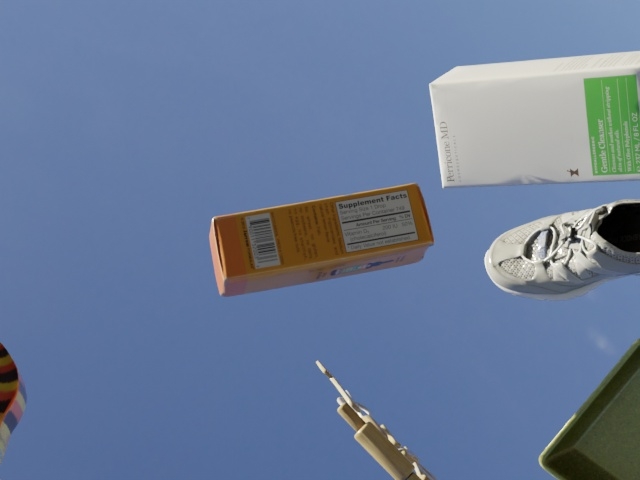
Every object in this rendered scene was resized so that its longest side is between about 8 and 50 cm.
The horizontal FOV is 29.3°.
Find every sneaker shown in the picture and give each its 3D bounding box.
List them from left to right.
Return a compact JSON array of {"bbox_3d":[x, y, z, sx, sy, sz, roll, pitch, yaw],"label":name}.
[{"bbox_3d":[0.308,-0.007,1.377,0.115,0.281,0.105,35,-129,-49],"label":"sneaker"}]

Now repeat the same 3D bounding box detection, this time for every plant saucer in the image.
[{"bbox_3d":[0.357,0.214,1.281,0.188,0.188,0.045,36,-156,5],"label":"plant saucer"}]

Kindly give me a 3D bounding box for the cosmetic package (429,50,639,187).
[{"bbox_3d":[0.386,-0.202,2.068,0.155,0.365,0.197,-38,-59,-60],"label":"cosmetic package"}]

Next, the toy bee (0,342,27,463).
[{"bbox_3d":[-0.403,0.264,1.385,0.162,0.298,0.195,24,174,10],"label":"toy bee"}]

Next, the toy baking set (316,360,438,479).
[{"bbox_3d":[0.075,0.263,1.635,0.256,0.030,0.197,45,179,4],"label":"toy baking set"}]

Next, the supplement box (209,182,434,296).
[{"bbox_3d":[0.000,0.000,1.335,0.233,0.078,0.080,-8,-105,-10],"label":"supplement box"}]
